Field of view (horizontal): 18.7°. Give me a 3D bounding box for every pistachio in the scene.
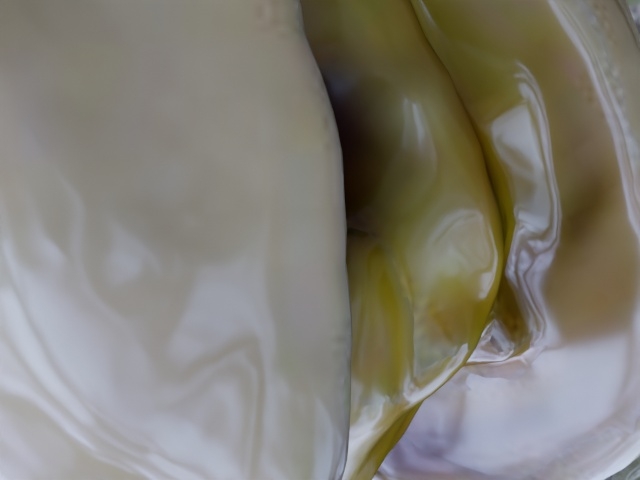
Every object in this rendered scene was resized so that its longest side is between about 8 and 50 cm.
[{"bbox_3d":[-0.052,-0.058,0.423,0.187,0.187,0.299,9,-135,-56],"label":"pistachio"}]

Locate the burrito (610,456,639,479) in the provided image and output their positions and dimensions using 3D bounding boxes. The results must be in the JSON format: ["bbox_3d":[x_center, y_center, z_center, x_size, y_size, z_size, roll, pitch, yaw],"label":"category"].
[{"bbox_3d":[0.174,0.178,0.944,0.063,0.229,0.058,7,-146,28],"label":"burrito"}]
